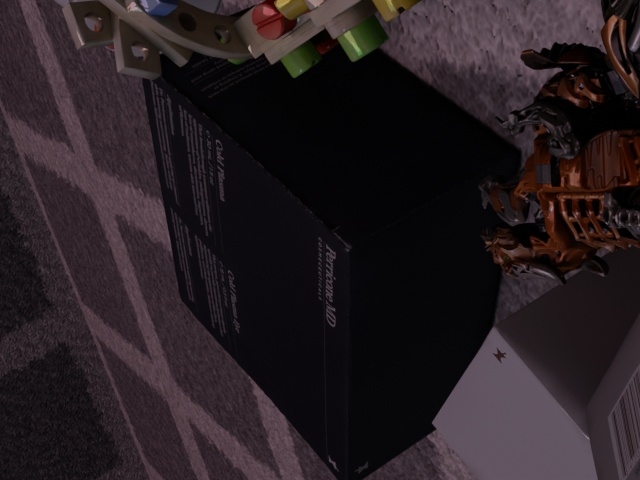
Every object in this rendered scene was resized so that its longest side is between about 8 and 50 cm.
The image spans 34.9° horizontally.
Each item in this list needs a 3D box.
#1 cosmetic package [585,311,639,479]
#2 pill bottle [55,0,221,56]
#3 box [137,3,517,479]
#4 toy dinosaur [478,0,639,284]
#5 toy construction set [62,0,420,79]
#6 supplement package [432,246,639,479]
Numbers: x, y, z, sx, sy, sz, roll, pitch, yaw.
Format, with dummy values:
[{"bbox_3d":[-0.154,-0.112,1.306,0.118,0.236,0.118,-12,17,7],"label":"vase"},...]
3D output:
[{"bbox_3d":[0.263,0.092,0.484,0.127,0.238,0.107,96,177,-49],"label":"cosmetic package"},{"bbox_3d":[-0.199,-0.314,0.943,0.176,0.176,0.318,91,158,-48],"label":"pill bottle"},{"bbox_3d":[0.000,0.000,0.975,0.312,0.179,0.343,45,151,34],"label":"box"},{"bbox_3d":[0.193,-0.088,0.495,0.322,0.164,0.218,-25,74,31],"label":"toy dinosaur"},{"bbox_3d":[-0.024,-0.185,0.744,0.328,0.215,0.151,-6,116,40],"label":"toy construction set"},{"bbox_3d":[0.220,0.111,0.640,0.194,0.203,0.149,52,154,20],"label":"supplement package"}]
